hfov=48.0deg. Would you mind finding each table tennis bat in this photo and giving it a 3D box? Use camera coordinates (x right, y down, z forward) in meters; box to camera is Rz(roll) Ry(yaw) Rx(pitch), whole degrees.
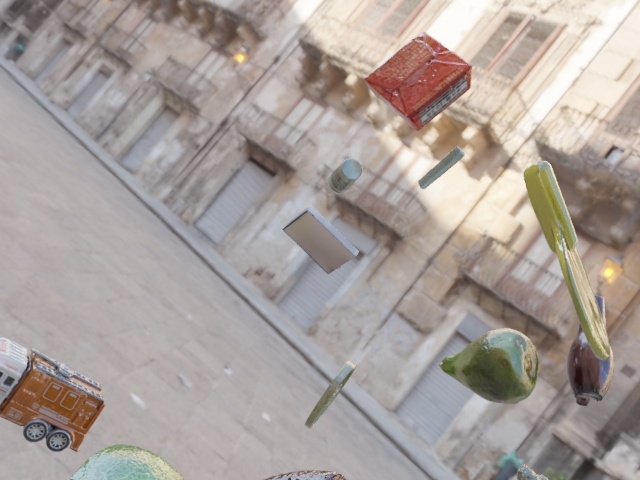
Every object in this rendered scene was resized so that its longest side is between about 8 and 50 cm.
[{"bbox_3d":[0.437,0.035,1.267,0.224,0.054,0.368,-8,79,-66],"label":"table tennis bat"}]

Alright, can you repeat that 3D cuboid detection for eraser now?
[{"bbox_3d":[0.000,0.000,1.584,0.150,0.023,0.104,44,-45,-11],"label":"eraser"}]

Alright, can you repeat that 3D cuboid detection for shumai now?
[{"bbox_3d":[0.489,0.549,1.627,0.083,0.080,0.082,-42,122,-62],"label":"shumai"}]

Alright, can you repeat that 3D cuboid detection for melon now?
[{"bbox_3d":[-0.481,0.668,1.729,0.331,0.226,0.343,50,10,9],"label":"melon"}]

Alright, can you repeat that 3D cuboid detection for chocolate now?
[{"bbox_3d":[0.288,-0.457,2.084,0.235,0.237,0.108,49,-4,38],"label":"chocolate"}]

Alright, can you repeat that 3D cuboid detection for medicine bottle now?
[{"bbox_3d":[0.050,-0.130,1.458,0.047,0.047,0.083,40,-25,-4],"label":"medicine bottle"}]

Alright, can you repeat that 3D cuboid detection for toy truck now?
[{"bbox_3d":[-0.818,0.427,2.048,0.387,0.207,0.173,36,-1,-27],"label":"toy truck"}]

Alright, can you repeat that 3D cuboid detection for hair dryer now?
[{"bbox_3d":[0.785,0.369,2.121,0.123,0.312,0.340,6,-36,17],"label":"hair dryer"}]

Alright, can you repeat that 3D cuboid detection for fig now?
[{"bbox_3d":[0.442,0.345,1.944,0.275,0.206,0.206,-14,-43,38],"label":"fig"}]

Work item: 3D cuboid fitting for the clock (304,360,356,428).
[{"bbox_3d":[0.031,0.462,2.151,0.029,0.235,0.235,34,-5,11],"label":"clock"}]

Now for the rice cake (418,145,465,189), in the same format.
[{"bbox_3d":[0.350,-0.210,2.091,0.029,0.171,0.033,17,43,-40],"label":"rice cake"}]

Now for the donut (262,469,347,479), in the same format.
[{"bbox_3d":[-0.052,0.453,1.205,0.144,0.187,0.126,-43,126,-60],"label":"donut"}]
